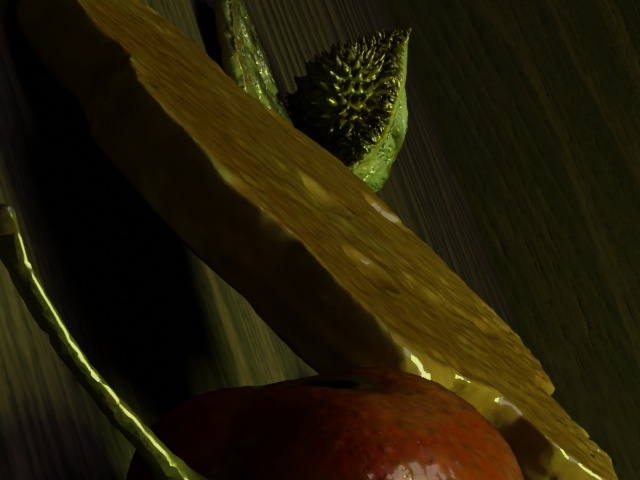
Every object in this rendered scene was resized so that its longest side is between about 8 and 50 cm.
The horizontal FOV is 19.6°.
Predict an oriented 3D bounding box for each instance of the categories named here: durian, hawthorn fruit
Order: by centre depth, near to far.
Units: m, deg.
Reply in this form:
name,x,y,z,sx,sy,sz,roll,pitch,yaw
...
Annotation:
name,x,y,z,sx,sy,sz,roll,pitch,yaw
hawthorn fruit,-0.026,0.091,0.626,0.285,0.165,0.165,46,21,-50
durian,0.017,-0.084,1.467,0.208,0.102,0.146,-78,179,-61

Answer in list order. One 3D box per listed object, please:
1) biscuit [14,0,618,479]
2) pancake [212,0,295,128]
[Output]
name,x,y,z,sx,sy,sz,roll,pitch,yaw
biscuit,-0.003,0.003,0.885,0.376,0.051,0.269,44,12,16
pancake,-0.049,-0.119,1.387,0.158,0.028,0.158,-21,90,-82
